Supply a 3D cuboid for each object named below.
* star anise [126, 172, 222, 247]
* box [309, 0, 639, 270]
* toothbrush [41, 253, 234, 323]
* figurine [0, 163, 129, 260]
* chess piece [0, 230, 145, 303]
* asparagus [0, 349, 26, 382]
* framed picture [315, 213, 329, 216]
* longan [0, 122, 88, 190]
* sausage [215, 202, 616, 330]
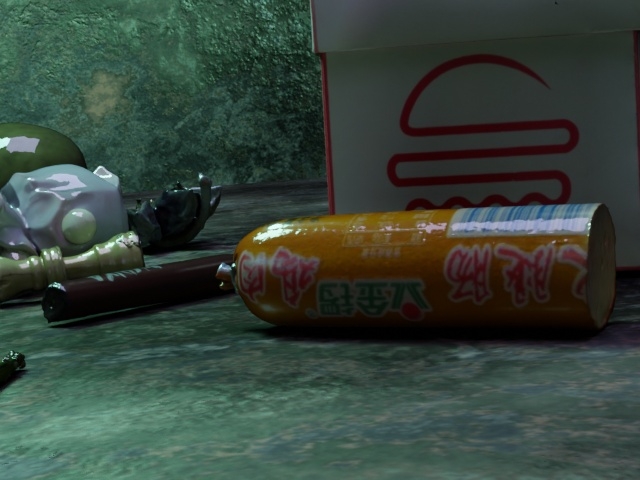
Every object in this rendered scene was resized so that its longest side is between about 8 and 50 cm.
[{"bbox_3d":[-0.223,-0.028,1.699,0.262,0.081,0.230,-14,-3,42],"label":"star anise"},{"bbox_3d":[0.168,-0.124,1.270,0.312,0.300,0.314,-3,5,10],"label":"box"},{"bbox_3d":[-0.113,0.034,1.205,0.041,0.041,0.364,1,7,41],"label":"toothbrush"},{"bbox_3d":[-0.325,-0.013,1.361,0.276,0.133,0.200,-8,-10,-46],"label":"figurine"},{"bbox_3d":[-0.265,0.031,1.256,0.172,0.060,0.060,-10,7,-19],"label":"chess piece"},{"bbox_3d":[-0.219,0.089,0.826,0.015,0.018,0.127,-44,0,5],"label":"asparagus"},{"bbox_3d":[0.128,-0.046,1.949,0.232,0.019,0.296,-1,6,31],"label":"framed picture"},{"bbox_3d":[-0.412,-0.063,1.666,0.220,0.197,0.196,9,13,44],"label":"longan"},{"bbox_3d":[0.058,0.022,0.934,0.312,0.093,0.093,-2,6,25],"label":"sausage"}]
